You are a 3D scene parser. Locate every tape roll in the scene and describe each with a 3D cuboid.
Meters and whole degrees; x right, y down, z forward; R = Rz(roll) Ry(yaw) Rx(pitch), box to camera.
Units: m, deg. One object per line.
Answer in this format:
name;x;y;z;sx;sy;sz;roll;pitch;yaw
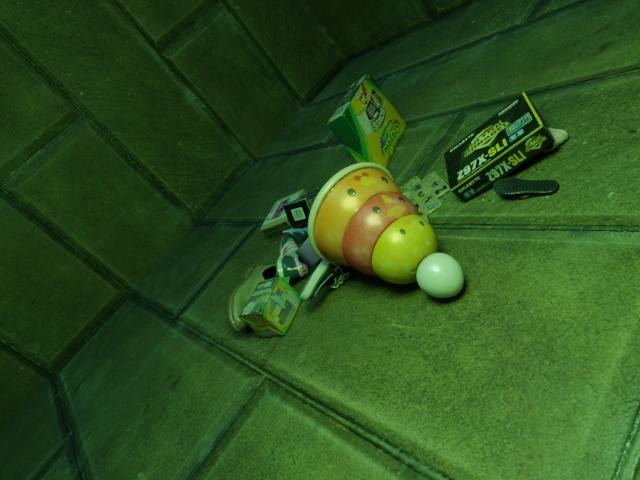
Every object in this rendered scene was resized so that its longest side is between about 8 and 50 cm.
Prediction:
tape roll;0.000;0.000;1.656;0.189;0.080;0.189;-47;2;3

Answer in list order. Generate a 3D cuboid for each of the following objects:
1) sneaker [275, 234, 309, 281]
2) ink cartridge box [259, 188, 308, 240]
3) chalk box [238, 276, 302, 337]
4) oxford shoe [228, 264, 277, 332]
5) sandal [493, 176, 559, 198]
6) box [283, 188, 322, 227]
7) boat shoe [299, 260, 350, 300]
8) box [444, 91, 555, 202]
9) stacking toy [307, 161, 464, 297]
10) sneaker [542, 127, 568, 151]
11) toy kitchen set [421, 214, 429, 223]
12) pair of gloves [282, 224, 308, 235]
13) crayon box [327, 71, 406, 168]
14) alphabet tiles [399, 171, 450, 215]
sneaker;-0.099;0.067;1.866;0.131;0.112;0.319;-9;28;6
ink cartridge box;-0.166;-0.124;2.241;0.193;0.088;0.234;-18;35;38
chalk box;-0.165;0.222;1.648;0.132;0.132;0.213;-17;34;43
oxford shoe;-0.261;0.209;1.813;0.130;0.123;0.348;-21;33;26
sandal;0.581;-0.143;1.310;0.179;0.040;0.067;9;59;40
box;-0.028;-0.149;1.984;0.153;0.108;0.207;-12;14;45
boat shoe;0.042;0.105;1.574;0.306;0.105;0.113;-51;-3;-40
box;0.555;-0.297;1.474;0.322;0.079;0.257;-38;25;32
stacking toy;0.224;0.007;1.330;0.350;0.350;0.480;-45;48;-8
sneaker;0.679;-0.310;1.411;0.070;0.051;0.134;-40;29;-10
toy kitchen set;0.309;-0.034;1.521;0.083;0.075;0.068;122;140;-65
pair of gloves;-0.067;-0.057;1.978;0.198;0.023;0.159;-23;17;-39
crayon box;0.221;-0.525;2.076;0.106;0.313;0.362;-19;34;44
alphabet tiles;0.301;-0.119;1.680;0.343;0.011;0.285;-36;27;11
